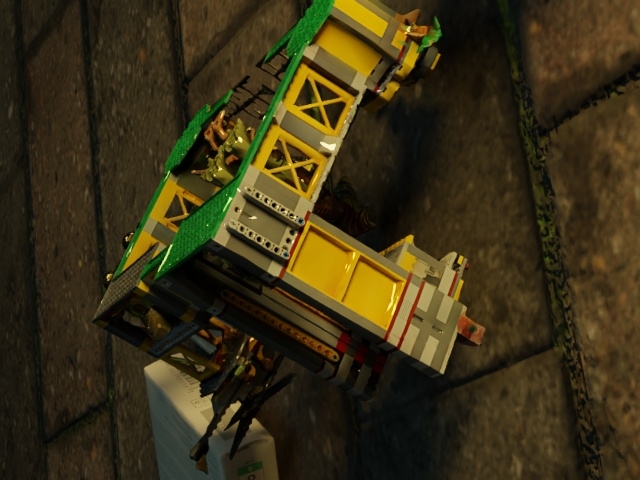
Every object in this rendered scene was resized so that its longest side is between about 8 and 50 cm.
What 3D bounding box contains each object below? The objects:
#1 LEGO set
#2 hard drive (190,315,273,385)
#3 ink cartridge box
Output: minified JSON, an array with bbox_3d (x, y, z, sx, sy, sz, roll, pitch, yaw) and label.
[{"bbox_3d":[0.000,0.000,0.945,0.331,0.192,0.255,-39,25,51],"label":"LEGO set"},{"bbox_3d":[-0.073,0.056,1.176,0.135,0.022,0.094,28,112,59],"label":"hard drive"},{"bbox_3d":[-0.085,0.229,1.179,0.181,0.056,0.225,35,137,57],"label":"ink cartridge box"}]
